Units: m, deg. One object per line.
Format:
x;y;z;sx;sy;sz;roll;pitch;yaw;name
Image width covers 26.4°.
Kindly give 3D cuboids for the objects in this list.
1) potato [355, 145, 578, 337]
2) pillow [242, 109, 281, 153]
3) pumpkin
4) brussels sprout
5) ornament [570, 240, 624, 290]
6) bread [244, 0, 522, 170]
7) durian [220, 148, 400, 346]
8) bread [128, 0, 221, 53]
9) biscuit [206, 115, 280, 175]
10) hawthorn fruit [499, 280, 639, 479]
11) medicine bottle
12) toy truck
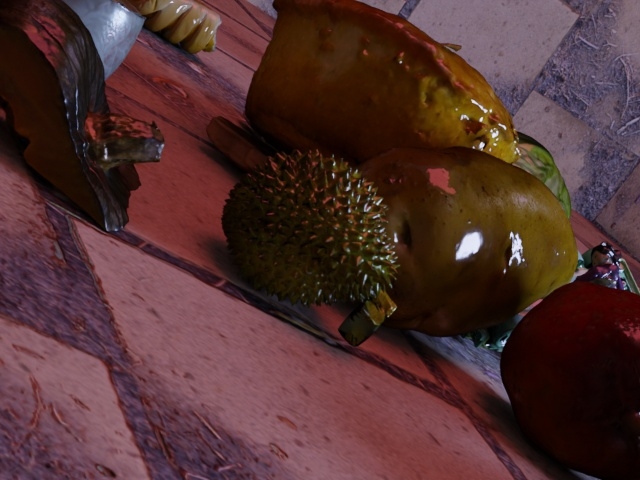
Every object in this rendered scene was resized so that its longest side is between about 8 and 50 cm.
0.159;0.002;1.517;0.369;0.176;0.195;2;59;-43;potato
-0.043;-0.137;1.934;0.119;0.053;0.208;28;14;-20;pillow
-0.236;-0.134;1.202;0.248;0.126;0.131;36;14;-3;pumpkin
0.306;-0.069;2.303;0.219;0.210;0.271;55;18;-17;brussels sprout
0.328;0.072;1.634;0.081;0.088;0.203;4;37;5;ornament
0.068;-0.159;1.707;0.358;0.204;0.337;31;-10;16;bread
-0.008;-0.009;1.307;0.159;0.146;0.198;23;14;-40;durian
-0.240;-0.369;2.209;0.177;0.084;0.119;29;12;-26;bread
-0.023;-0.061;1.714;0.288;0.044;0.202;33;6;-8;biscuit
0.299;0.157;1.433;0.215;0.215;0.250;33;17;-15;hawthorn fruit
-0.268;-0.205;1.345;0.147;0.143;0.147;38;7;-6;medicine bottle
0.281;0.094;1.724;0.259;0.135;0.128;0;55;-30;toy truck
